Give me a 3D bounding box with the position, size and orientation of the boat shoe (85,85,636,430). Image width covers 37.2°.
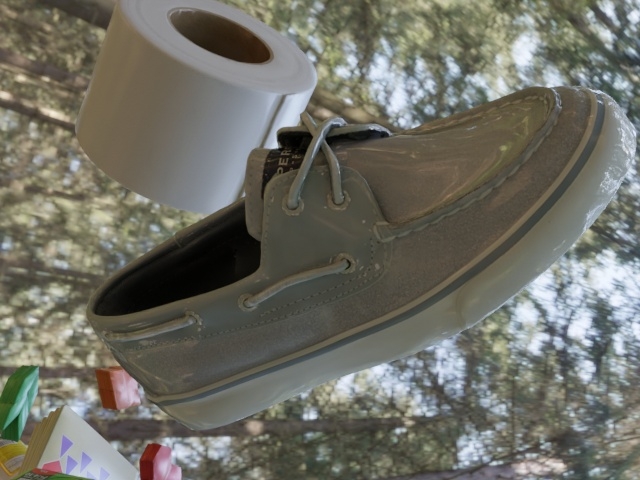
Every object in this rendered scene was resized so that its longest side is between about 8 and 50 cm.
[{"bbox_3d":[0.000,0.000,0.353,0.227,0.081,0.079,-31,-151,28],"label":"boat shoe"}]

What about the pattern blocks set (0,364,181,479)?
[{"bbox_3d":[-0.231,0.248,0.873,0.026,0.325,0.285,6,-130,20],"label":"pattern blocks set"}]

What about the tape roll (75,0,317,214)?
[{"bbox_3d":[-0.146,-0.167,1.116,0.246,0.246,0.169,45,-57,32],"label":"tape roll"}]

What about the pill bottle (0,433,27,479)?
[{"bbox_3d":[-0.337,0.270,1.061,0.116,0.065,0.065,28,-83,42],"label":"pill bottle"}]

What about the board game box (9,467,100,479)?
[{"bbox_3d":[-0.107,0.192,0.544,0.181,0.043,0.092,0,-76,29],"label":"board game box"}]
